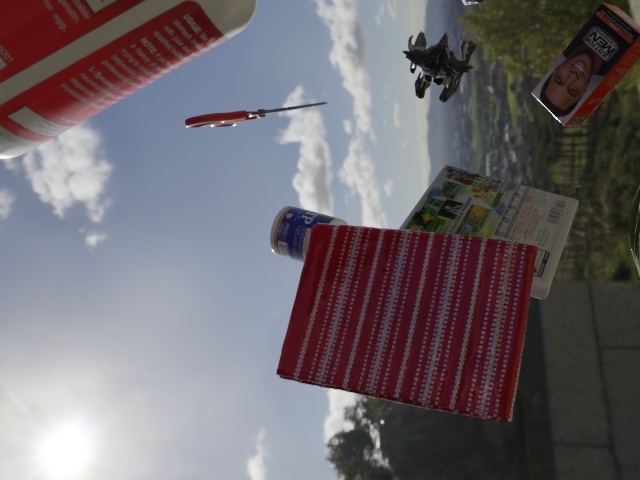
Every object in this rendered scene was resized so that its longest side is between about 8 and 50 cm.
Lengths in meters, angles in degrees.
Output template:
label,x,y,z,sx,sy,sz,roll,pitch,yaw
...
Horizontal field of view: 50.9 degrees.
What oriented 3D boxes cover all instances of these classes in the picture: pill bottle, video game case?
label,x,y,z,sx,sy,sz,roll,pitch,yaw
pill bottle,-0.212,-0.269,0.670,0.229,0.407,0.229,61,-171,-16
video game case,0.337,-0.031,1.350,0.329,0.299,0.036,-50,-29,-46
pill bottle,0.000,0.000,1.399,0.112,0.186,0.112,-44,-38,-48

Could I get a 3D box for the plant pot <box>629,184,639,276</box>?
label,x,y,z,sx,sy,sz,roll,pitch,yaw
plant pot,0.577,0.058,0.842,0.353,0.366,0.367,-44,-46,-54

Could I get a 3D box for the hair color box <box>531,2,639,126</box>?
label,x,y,z,sx,sy,sz,roll,pitch,yaw
hair color box,0.347,-0.222,0.864,0.072,0.043,0.141,56,133,29

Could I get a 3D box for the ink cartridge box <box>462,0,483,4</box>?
label,x,y,z,sx,sy,sz,roll,pitch,yaw
ink cartridge box,0.318,-0.507,0.978,0.165,0.332,0.065,54,179,-20

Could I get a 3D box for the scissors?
label,x,y,z,sx,sy,sz,roll,pitch,yaw
scissors,-0.128,-0.228,1.225,0.109,0.297,0.021,-6,-84,-47

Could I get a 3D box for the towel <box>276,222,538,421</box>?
label,x,y,z,sx,sy,sz,roll,pitch,yaw
towel,0.091,0.082,0.759,0.031,0.274,0.199,46,-126,-60

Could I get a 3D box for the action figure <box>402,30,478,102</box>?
label,x,y,z,sx,sy,sz,roll,pitch,yaw
action figure,0.275,-0.423,1.568,0.276,0.163,0.141,53,-132,-80
